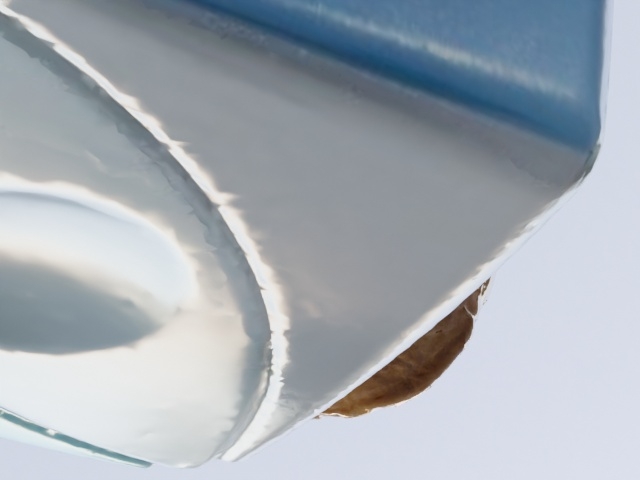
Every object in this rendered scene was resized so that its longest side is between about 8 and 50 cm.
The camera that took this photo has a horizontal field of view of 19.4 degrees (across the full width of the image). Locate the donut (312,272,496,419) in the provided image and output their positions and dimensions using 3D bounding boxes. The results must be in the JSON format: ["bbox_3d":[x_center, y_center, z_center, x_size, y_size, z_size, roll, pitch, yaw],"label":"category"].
[{"bbox_3d":[0.002,-0.001,1.129,0.226,0.226,0.114,-48,-38,-7],"label":"donut"}]

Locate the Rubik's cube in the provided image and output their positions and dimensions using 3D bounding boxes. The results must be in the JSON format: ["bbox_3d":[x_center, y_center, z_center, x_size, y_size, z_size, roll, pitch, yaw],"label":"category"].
[{"bbox_3d":[-0.105,-0.134,0.797,0.352,0.347,0.352,20,-35,-27],"label":"Rubik's cube"}]
